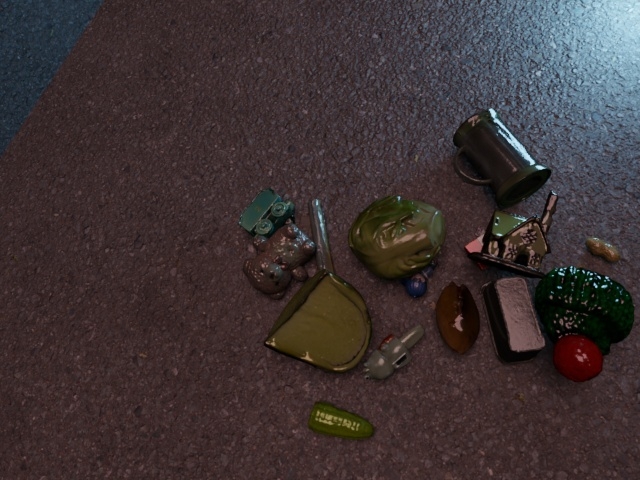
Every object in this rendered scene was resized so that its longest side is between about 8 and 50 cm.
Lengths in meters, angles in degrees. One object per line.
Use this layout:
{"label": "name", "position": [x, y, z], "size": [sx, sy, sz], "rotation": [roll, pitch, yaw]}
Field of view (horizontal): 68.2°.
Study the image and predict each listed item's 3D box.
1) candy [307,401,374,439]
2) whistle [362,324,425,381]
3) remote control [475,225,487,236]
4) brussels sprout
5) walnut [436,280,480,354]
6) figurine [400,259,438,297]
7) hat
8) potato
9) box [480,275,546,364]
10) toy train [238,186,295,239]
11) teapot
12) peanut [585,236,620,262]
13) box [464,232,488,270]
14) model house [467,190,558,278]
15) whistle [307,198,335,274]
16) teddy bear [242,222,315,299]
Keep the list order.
{"label": "candy", "position": [0.065, 0.573, 1.484], "size": [0.210, 0.096, 0.096], "rotation": [11, 71, 13]}
{"label": "whistle", "position": [0.234, 0.363, 1.526], "size": [0.253, 0.101, 0.106], "rotation": [-40, 63, -3]}
{"label": "remote control", "position": [0.588, -0.012, 1.648], "size": [0.096, 0.014, 0.039], "rotation": [34, 89, 23]}
{"label": "brussels sprout", "position": [0.246, -0.017, 1.593], "size": [0.328, 0.247, 0.327], "rotation": [-15, 53, 20]}
{"label": "walnut", "position": [0.440, 0.243, 1.518], "size": [0.137, 0.137, 0.245], "rotation": [-5, 67, 10]}
{"label": "figurine", "position": [0.343, 0.126, 1.618], "size": [0.087, 0.086, 0.149], "rotation": [45, 70, -1]}
{"label": "hat", "position": [0.738, 0.259, 1.354], "size": [0.274, 0.242, 0.332], "rotation": [26, 56, 4]}
{"label": "potato", "position": [0.029, 0.271, 1.571], "size": [0.280, 0.213, 0.330], "rotation": [38, 102, -3]}
{"label": "box", "position": [0.597, 0.233, 1.461], "size": [0.138, 0.178, 0.274], "rotation": [-11, 68, 7]}
{"label": "toy train", "position": [-0.200, -0.087, 1.793], "size": [0.163, 0.112, 0.203], "rotation": [34, 78, 28]}
{"label": "teapot", "position": [0.592, -0.290, 1.656], "size": [0.271, 0.200, 0.337], "rotation": [-23, 64, -9]}
{"label": "peanut", "position": [0.922, 0.031, 1.544], "size": [0.113, 0.054, 0.054], "rotation": [36, 80, 22]}
{"label": "box", "position": [0.581, 0.020, 1.607], "size": [0.152, 0.048, 0.100], "rotation": [-35, 72, 6]}
{"label": "model house", "position": [0.609, -0.039, 1.479], "size": [0.219, 0.205, 0.278], "rotation": [18, 88, 10]}
{"label": "whistle", "position": [-0.001, 0.000, 1.739], "size": [0.057, 0.068, 0.326], "rotation": [-24, 63, 33]}
{"label": "teddy bear", "position": [-0.146, 0.069, 1.691], "size": [0.236, 0.151, 0.267], "rotation": [44, 75, -9]}
